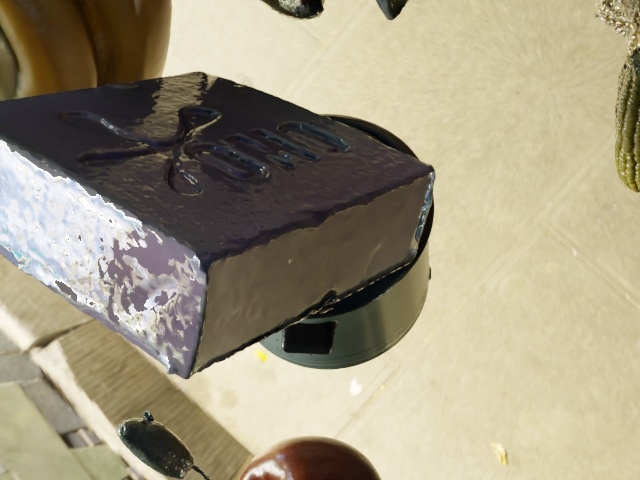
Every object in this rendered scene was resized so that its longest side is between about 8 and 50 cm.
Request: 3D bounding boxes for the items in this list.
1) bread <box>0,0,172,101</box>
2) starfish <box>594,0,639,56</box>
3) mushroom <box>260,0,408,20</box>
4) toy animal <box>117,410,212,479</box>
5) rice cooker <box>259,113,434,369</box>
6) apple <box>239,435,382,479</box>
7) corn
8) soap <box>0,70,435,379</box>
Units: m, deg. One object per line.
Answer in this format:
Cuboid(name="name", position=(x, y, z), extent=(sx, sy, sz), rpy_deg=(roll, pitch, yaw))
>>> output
Cuboid(name="bread", position=(-0.335, -0.263, 1.002), extent=(0.329, 0.245, 0.424), rpy_deg=(42, 149, 20))
Cuboid(name="starfish", position=(0.409, -0.262, 1.194), extent=(0.071, 0.216, 0.238), rpy_deg=(-26, 127, 5))
Cuboid(name="mushroom", position=(-0.021, -0.405, 1.184), extent=(0.212, 0.217, 0.292), rpy_deg=(-43, 132, 16))
Cuboid(name="toy animal", position=(-0.234, 0.367, 1.589), extent=(0.070, 0.079, 0.253), rpy_deg=(-43, 120, 4))
Cuboid(name="rice cooker", position=(0.000, 0.000, 1.018), extent=(0.241, 0.227, 0.281), rpy_deg=(3, 61, 9))
Cuboid(name="apple", position=(-0.013, 0.399, 1.422), extent=(0.201, 0.218, 0.218), rpy_deg=(31, 109, -34))
Cuboid(name="corn", position=(0.379, -0.138, 1.121), extent=(0.080, 0.231, 0.080), rpy_deg=(-10, 56, 14))
Cuboid(name="soap", position=(-0.101, -0.037, 0.776), extent=(0.285, 0.296, 0.107), rpy_deg=(26, 118, 27))
